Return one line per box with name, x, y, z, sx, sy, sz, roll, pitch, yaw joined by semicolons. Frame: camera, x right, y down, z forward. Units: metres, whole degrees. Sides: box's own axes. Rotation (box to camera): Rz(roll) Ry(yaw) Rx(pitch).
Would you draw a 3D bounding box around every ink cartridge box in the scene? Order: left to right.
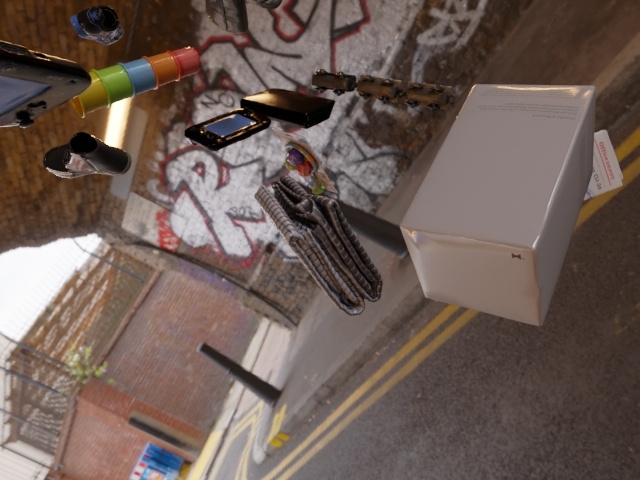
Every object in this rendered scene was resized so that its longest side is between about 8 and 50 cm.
ink cartridge box;0.492;-0.135;1.013;0.198;0.115;0.067;-21;3;-1

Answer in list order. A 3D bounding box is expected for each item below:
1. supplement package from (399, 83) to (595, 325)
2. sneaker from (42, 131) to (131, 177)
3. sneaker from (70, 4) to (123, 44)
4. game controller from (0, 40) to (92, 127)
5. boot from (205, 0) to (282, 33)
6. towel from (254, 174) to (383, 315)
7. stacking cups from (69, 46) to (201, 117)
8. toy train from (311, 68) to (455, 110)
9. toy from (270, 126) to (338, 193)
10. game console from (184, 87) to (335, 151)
supplement package;0.263;-0.062;0.751;0.293;0.175;0.177;-59;-38;-27
sneaker;-0.542;-0.196;1.159;0.118;0.222;0.083;44;-132;-68
sneaker;-0.576;-0.586;1.429;0.091;0.081;0.232;-17;18;10
game controller;-0.418;-0.183;0.613;0.319;0.167;0.067;-34;-69;-74
boot;-0.160;-0.471;1.048;0.076;0.190;0.208;-51;-2;-16
towel;0.000;0.000;1.119;0.121;0.283;0.235;-38;35;-3
stacking cups;-0.431;-0.389;1.241;0.316;0.096;0.096;-31;-9;-27
toy train;0.067;-0.163;0.569;0.036;0.158;0.027;-36;-43;-61
toy;-0.054;-0.208;1.482;0.056;0.137;0.237;-55;-39;-13
game console;-0.145;-0.284;1.233;0.361;0.213;0.044;-36;-44;-42
